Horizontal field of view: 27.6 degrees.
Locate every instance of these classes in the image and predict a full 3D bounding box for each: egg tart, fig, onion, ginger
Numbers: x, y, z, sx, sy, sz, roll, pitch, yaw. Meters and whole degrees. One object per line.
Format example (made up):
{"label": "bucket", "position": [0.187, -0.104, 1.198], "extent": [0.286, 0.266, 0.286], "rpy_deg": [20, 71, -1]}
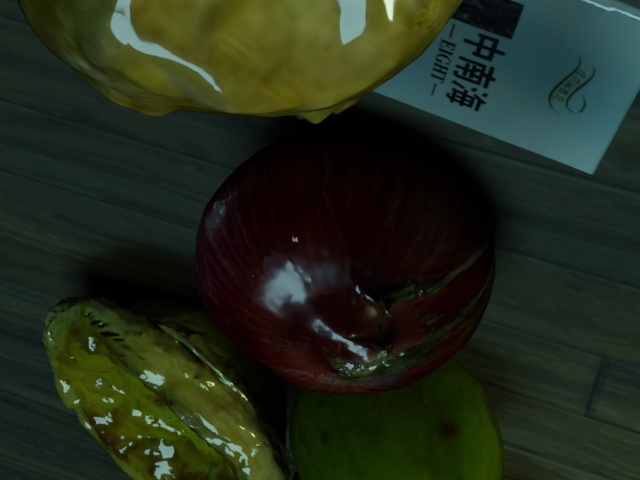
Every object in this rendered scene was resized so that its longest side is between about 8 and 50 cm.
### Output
{"label": "egg tart", "position": [-0.141, 0.163, 1.336], "extent": [0.341, 0.129, 0.341], "rpy_deg": [31, 151, 20]}
{"label": "fig", "position": [0.068, 0.203, 1.192], "extent": [0.203, 0.225, 0.203], "rpy_deg": [-1, 139, -1]}
{"label": "onion", "position": [0.014, 0.029, 0.995], "extent": [0.248, 0.161, 0.248], "rpy_deg": [18, 143, 14]}
{"label": "ginger", "position": [-0.016, -0.171, 0.562], "extent": [0.223, 0.269, 0.200], "rpy_deg": [54, 179, -25]}

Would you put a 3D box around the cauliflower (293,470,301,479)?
{"label": "cauliflower", "position": [0.070, 0.337, 1.362], "extent": [0.327, 0.281, 0.260], "rpy_deg": [-1, 115, 27]}

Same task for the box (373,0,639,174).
{"label": "box", "position": [0.078, -0.142, 0.768], "extent": [0.243, 0.067, 0.155], "rpy_deg": [22, 153, 4]}
